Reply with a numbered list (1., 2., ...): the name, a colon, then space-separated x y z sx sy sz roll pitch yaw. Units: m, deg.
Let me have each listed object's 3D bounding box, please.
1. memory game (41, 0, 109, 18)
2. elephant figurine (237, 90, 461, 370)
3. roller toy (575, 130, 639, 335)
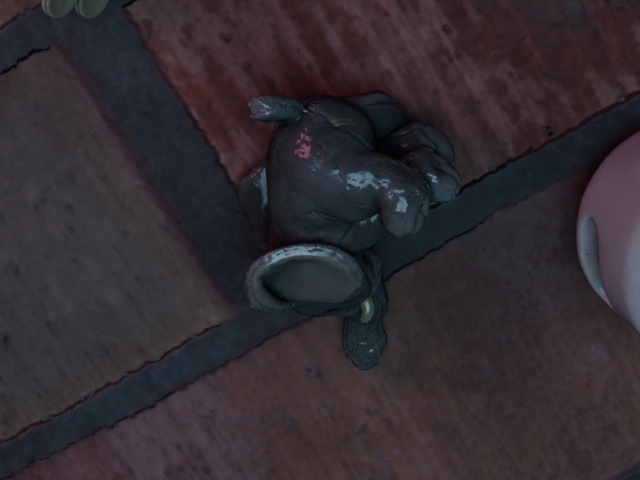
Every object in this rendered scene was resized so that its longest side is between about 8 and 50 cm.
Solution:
1. memory game: -0.168 -0.256 1.518 0.012 0.186 0.186 31 111 26
2. elephant figurine: 0.000 0.000 1.641 0.186 0.169 0.239 40 122 10
3. roller toy: 0.324 -0.005 1.666 0.191 0.146 0.209 23 102 -24
